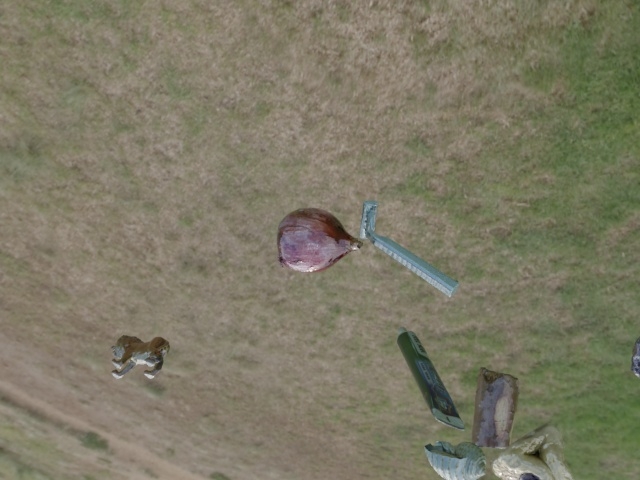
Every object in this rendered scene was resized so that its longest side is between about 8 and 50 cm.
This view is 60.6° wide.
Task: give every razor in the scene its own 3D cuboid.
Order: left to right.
[{"bbox_3d":[0.181,0.029,1.190,0.278,0.056,0.111,42,146,33],"label":"razor"}]

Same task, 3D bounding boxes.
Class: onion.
[{"bbox_3d":[0.000,0.000,1.232,0.195,0.159,0.159,3,138,24],"label":"onion"}]

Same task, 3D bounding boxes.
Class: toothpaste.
[{"bbox_3d":[0.273,0.346,1.449,0.099,0.392,0.061,27,108,-22],"label":"toothpaste"}]

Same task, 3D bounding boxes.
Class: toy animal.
[{"bbox_3d":[-0.586,0.364,1.787,0.313,0.157,0.097,-11,128,28],"label":"toy animal"}]

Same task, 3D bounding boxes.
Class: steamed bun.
[{"bbox_3d":[0.508,0.534,1.268,0.172,0.155,0.140,-21,146,-19],"label":"steamed bun"}]

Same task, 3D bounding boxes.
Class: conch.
[{"bbox_3d":[0.345,0.568,1.399,0.153,0.102,0.135,-15,155,40],"label":"conch"}]

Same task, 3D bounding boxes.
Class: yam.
[{"bbox_3d":[0.527,0.510,1.650,0.128,0.238,0.129,12,166,-5],"label":"yam"}]

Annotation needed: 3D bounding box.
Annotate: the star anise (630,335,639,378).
[{"bbox_3d":[0.681,0.287,1.070,0.089,0.231,0.209,-45,76,30],"label":"star anise"}]
